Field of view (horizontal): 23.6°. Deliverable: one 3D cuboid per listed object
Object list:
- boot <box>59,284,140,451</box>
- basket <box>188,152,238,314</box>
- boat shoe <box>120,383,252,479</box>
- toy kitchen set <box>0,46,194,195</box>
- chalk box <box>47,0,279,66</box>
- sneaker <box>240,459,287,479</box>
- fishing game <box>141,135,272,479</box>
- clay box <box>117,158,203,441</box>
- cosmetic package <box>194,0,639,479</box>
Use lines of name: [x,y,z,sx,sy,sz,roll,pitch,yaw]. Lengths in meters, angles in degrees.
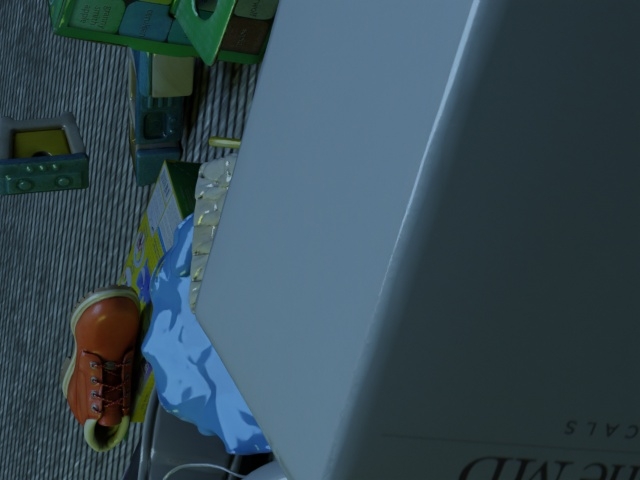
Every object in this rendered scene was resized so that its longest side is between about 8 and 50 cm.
boot: [-0.175,0.106,1.270,0.158,0.059,0.085,108,149,-44]
basket: [0.000,0.000,0.935,0.167,0.103,0.113,-10,75,57]
boat shoe: [-0.118,0.245,1.110,0.095,0.112,0.335,103,-177,-57]
toy kitchen set: [-0.202,-0.120,1.338,0.207,0.166,0.122,97,163,-45]
chalk box: [-0.117,-0.263,1.208,0.289,0.179,0.180,-107,32,-43]
sneaker: [-0.009,0.178,0.910,0.366,0.135,0.150,-29,10,38]
fishing game: [-0.048,0.059,1.072,0.189,0.041,0.264,3,84,34]
clay box: [-0.130,0.056,1.305,0.127,0.053,0.222,-111,35,-43]
cosmetic package: [0.130,-0.124,0.547,0.161,0.230,0.453,-126,47,-56]
